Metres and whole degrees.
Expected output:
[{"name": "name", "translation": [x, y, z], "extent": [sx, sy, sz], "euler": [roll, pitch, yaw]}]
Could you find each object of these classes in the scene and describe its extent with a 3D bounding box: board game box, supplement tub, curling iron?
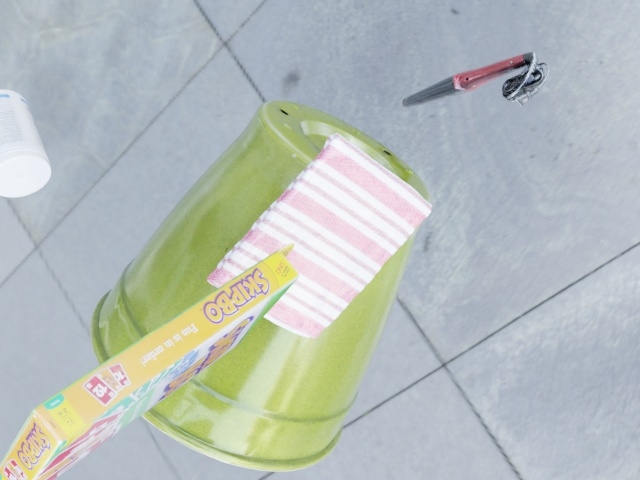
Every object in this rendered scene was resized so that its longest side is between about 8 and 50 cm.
[{"name": "board game box", "translation": [-0.116, 0.091, 0.658], "extent": [0.039, 0.259, 0.124], "euler": [47, 136, 5]}, {"name": "supplement tub", "translation": [-0.348, -0.109, 0.975], "extent": [0.071, 0.071, 0.107], "euler": [-47, 56, 30]}, {"name": "curling iron", "translation": [0.202, -0.211, 1.214], "extent": [0.274, 0.035, 0.068], "euler": [2, 67, 55]}]

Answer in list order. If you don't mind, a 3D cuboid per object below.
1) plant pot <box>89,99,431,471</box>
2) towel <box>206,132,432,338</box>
[{"name": "plant pot", "translation": [-0.048, 0.029, 1.103], "extent": [0.366, 0.366, 0.353], "euler": [38, 112, 18]}, {"name": "towel", "translation": [0.000, 0.000, 0.867], "extent": [0.197, 0.144, 0.029], "euler": [-48, 35, 12]}]
